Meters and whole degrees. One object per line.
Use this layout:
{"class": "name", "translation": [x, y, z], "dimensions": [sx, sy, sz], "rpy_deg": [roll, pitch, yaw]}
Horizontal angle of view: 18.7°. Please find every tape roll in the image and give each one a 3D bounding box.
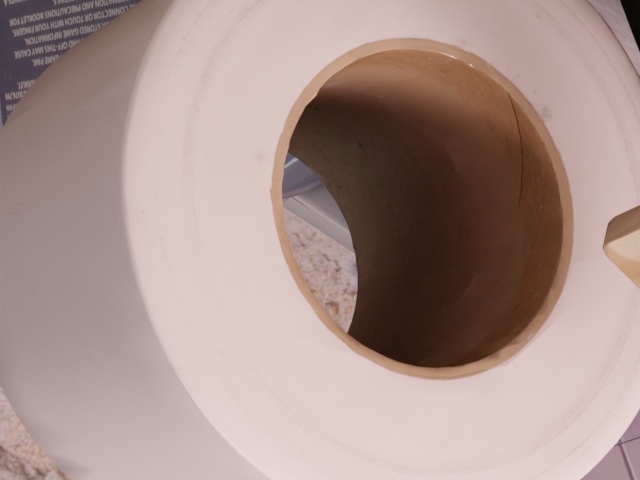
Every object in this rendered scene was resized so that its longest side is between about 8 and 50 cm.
{"class": "tape roll", "translation": [0.000, 0.000, 0.789], "dimensions": [0.246, 0.246, 0.169], "rpy_deg": [37, 156, -19]}

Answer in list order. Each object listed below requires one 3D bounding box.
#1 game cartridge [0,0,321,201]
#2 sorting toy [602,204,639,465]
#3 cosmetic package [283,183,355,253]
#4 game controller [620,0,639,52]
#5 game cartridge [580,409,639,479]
{"class": "game cartridge", "translation": [-0.097, -0.103, 1.028], "dimensions": [0.062, 0.198, 0.297], "rpy_deg": [-13, -173, -42]}
{"class": "sorting toy", "translation": [0.188, 0.000, 0.597], "dimensions": [0.132, 0.046, 0.274], "rpy_deg": [41, 135, -25]}
{"class": "cosmetic package", "translation": [0.020, -0.083, 1.127], "dimensions": [0.385, 0.156, 0.217], "rpy_deg": [32, 176, 41]}
{"class": "game controller", "translation": [0.193, -0.010, 0.725], "dimensions": [0.166, 0.067, 0.319], "rpy_deg": [52, 173, 51]}
{"class": "game cartridge", "translation": [0.235, 0.097, 1.081], "dimensions": [0.355, 0.230, 0.068], "rpy_deg": [54, -167, -79]}
